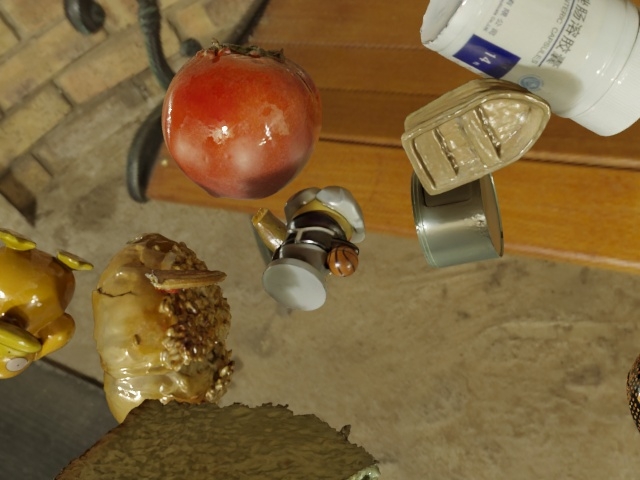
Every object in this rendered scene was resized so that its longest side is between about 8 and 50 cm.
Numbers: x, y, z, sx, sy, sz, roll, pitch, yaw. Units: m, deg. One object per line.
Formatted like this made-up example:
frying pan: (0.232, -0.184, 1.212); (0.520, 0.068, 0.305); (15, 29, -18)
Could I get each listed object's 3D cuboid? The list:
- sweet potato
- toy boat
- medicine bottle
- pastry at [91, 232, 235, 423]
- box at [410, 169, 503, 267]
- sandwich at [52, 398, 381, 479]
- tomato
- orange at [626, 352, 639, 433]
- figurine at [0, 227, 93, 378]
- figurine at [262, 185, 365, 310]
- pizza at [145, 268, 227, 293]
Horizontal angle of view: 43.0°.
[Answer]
sweet potato: (-0.076, 0.017, 1.965); (0.243, 0.077, 0.077); (43, 78, 9)
toy boat: (0.204, -0.147, 1.060); (0.188, 0.116, 0.061); (-23, 37, 14)
medicine bottle: (0.330, -0.297, 1.176); (0.332, 0.190, 0.190); (23, 59, -14)
pastry: (-0.232, 0.148, 1.286); (0.184, 0.316, 0.284); (-3, 12, 9)
box: (0.294, -0.060, 1.739); (0.149, 0.226, 0.226); (-11, 53, 19)
sandwich: (-0.096, 0.276, 0.875); (0.325, 0.262, 0.131); (0, 99, 10)
tomato: (-0.155, -0.230, 1.604); (0.321, 0.321, 0.322); (-11, 53, 15)
orange: (0.601, 0.271, 1.317); (0.182, 0.234, 0.235); (-20, 46, 42)
figurine: (-0.499, 0.109, 1.335); (0.215, 0.215, 0.228); (2, 63, 23)
figurine: (0.000, 0.000, 1.463); (0.176, 0.133, 0.236); (-2, 42, 24)
pizza: (-0.165, 0.052, 1.018); (0.099, 0.029, 0.100); (0, 5, -18)
